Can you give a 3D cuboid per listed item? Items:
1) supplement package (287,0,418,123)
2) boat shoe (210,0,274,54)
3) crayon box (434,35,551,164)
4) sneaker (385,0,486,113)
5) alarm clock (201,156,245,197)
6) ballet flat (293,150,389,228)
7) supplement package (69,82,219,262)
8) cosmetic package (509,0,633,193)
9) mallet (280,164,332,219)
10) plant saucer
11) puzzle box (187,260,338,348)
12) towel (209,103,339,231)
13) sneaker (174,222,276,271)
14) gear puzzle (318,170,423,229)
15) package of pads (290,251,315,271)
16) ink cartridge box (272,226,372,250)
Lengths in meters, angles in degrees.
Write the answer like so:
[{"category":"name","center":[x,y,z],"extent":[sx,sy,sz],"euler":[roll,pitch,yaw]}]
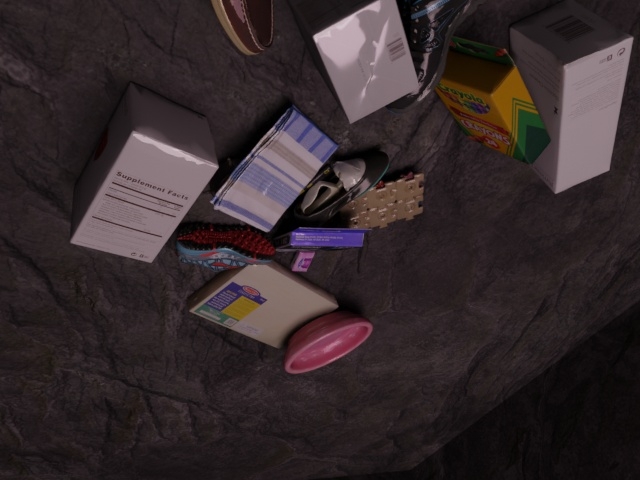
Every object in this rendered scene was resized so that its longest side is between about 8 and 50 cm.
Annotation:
[{"category":"supplement package","center":[0.056,-0.370,0.912],"extent":[0.149,0.203,0.194],"euler":[-27,140,5]},{"category":"boat shoe","center":[-0.106,-0.457,0.784],"extent":[0.123,0.123,0.342],"euler":[13,136,20]},{"category":"crayon box","center":[0.363,-0.310,1.105],"extent":[0.081,0.202,0.318],"euler":[-51,133,3]},{"category":"sneaker","center":[0.199,-0.420,0.989],"extent":[0.140,0.125,0.341],"euler":[9,121,-33]},{"category":"alarm clock","center":[-0.180,-0.125,1.179],"extent":[0.129,0.064,0.192],"euler":[-48,139,16]},{"category":"ballet flat","center":[0.046,-0.130,1.231],"extent":[0.280,0.095,0.096],"euler":[-42,141,12]},{"category":"supplement package","center":[-0.364,-0.128,1.013],"extent":[0.175,0.177,0.293],"euler":[20,124,-37]},{"category":"cosmetic package","center":[0.570,-0.325,1.175],"extent":[0.156,0.217,0.385],"euler":[-24,137,2]},{"category":"mallet","center":[-0.054,-0.130,1.256],"extent":[0.190,0.039,0.062],"euler":[-43,138,18]},{"category":"plant saucer","center":[0.017,0.340,1.708],"extent":[0.332,0.084,0.332],"euler":[-22,153,-12]},{"category":"puzzle box","center":[-0.164,0.192,1.541],"extent":[0.272,0.052,0.409],"euler":[-36,137,17]},{"category":"towel","center":[-0.097,-0.152,1.144],"extent":[0.285,0.034,0.209],"euler":[-49,145,8]},{"category":"sneaker","center":[-0.249,0.025,1.309],"extent":[0.262,0.104,0.125],"euler":[10,143,-22]},{"category":"gear puzzle","center":[0.118,-0.093,1.367],"extent":[0.339,0.044,0.175],"euler":[-16,141,-2]},{"category":"package of pads","center":[-0.052,0.053,1.453],"extent":[0.050,0.032,0.083],"euler":[3,133,-24]},{"category":"ink cartridge box","center":[0.000,0.000,1.323],"extent":[0.206,0.045,0.208],"euler":[0,172,-23]}]
